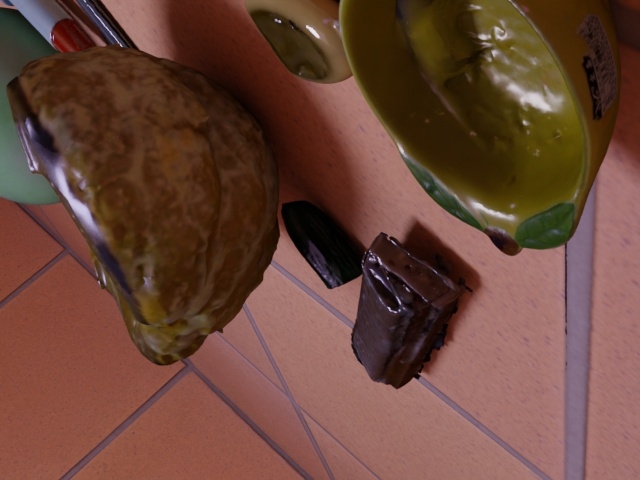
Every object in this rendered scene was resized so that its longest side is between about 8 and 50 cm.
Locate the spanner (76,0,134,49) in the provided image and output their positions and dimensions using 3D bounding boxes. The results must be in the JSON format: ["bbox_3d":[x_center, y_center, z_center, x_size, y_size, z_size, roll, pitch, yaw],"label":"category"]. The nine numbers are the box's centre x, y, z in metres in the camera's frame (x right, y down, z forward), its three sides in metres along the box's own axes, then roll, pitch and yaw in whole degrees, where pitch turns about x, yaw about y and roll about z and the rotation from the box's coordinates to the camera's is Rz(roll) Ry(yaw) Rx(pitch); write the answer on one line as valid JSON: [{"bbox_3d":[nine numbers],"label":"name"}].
[{"bbox_3d":[-0.214,-0.207,1.052,0.302,0.017,0.071,51,163,-14],"label":"spanner"}]

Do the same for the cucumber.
[{"bbox_3d":[0.000,0.000,0.939,0.105,0.048,0.048,52,163,-2],"label":"cucumber"}]

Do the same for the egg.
[{"bbox_3d":[-0.385,-0.169,1.207,0.269,0.220,0.220,50,164,-29],"label":"egg"}]

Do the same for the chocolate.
[{"bbox_3d":[0.070,0.080,0.916,0.102,0.065,0.329,43,164,13],"label":"chocolate"}]

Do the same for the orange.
[{"bbox_3d":[-0.144,-0.040,0.904,0.368,0.210,0.271,98,152,-67],"label":"orange"}]

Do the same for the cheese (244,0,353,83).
[{"bbox_3d":[0.011,-0.137,0.625,0.162,0.036,0.086,24,152,54],"label":"cheese"}]

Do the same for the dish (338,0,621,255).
[{"bbox_3d":[0.091,-0.088,0.464,0.149,0.080,0.207,26,152,42],"label":"dish"}]

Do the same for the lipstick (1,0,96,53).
[{"bbox_3d":[-0.356,-0.301,1.112,0.274,0.061,0.068,46,161,8],"label":"lipstick"}]
